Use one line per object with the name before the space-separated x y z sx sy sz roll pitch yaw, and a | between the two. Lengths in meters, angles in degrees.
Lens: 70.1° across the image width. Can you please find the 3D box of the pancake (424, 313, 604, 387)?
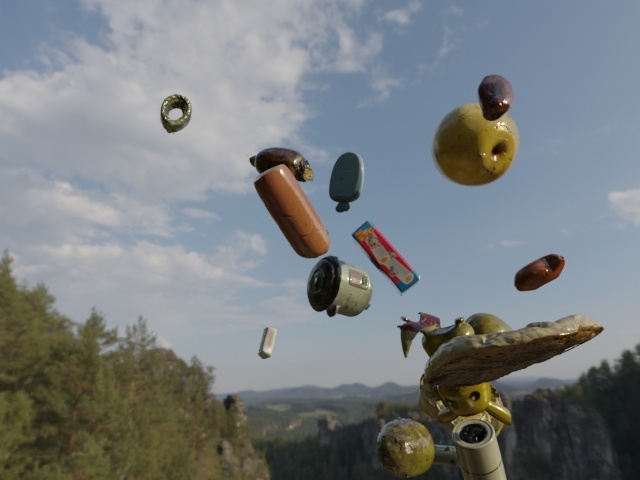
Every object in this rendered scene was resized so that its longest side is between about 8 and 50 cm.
pancake | 0.409 0.243 1.000 0.388 0.082 0.386 -12 -26 -6

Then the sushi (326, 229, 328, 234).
sushi | 0.000 0.000 1.722 0.051 0.047 0.099 13 -45 -32

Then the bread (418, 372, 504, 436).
bread | 0.619 0.729 2.006 0.250 0.361 0.394 -41 -31 -13

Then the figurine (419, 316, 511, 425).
figurine | 0.411 0.404 1.375 0.218 0.326 0.169 -24 -28 29

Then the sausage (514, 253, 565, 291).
sausage | 0.735 0.109 1.533 0.179 0.089 0.089 -33 -31 20

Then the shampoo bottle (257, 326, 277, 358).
shampoo bottle | -0.174 0.337 1.484 0.043 0.099 0.072 19 -25 -13

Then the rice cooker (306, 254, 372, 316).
rice cooker | 0.079 0.215 2.130 0.317 0.316 0.264 12 -28 -32

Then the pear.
pear | 0.611 -0.377 1.809 0.349 0.347 0.348 0 -19 0

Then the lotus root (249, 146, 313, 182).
lotus root | -0.179 -0.330 1.969 0.315 0.169 0.141 15 -57 20

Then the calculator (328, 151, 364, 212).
calculator | 0.123 -0.282 2.198 0.189 0.302 0.042 2 -11 36

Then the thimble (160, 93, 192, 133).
thimble | -0.423 -0.368 1.332 0.085 0.109 0.062 17 -19 -14

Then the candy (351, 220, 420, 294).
candy | 0.257 0.074 1.812 0.100 0.305 0.157 -41 -13 -3

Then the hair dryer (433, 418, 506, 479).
hair dryer | 0.382 0.678 1.446 0.362 0.203 0.128 -9 19 29

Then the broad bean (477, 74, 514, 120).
broad bean | 0.547 -0.453 1.429 0.114 0.165 0.084 11 -25 -18

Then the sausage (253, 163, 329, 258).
sausage | -0.080 -0.078 1.353 0.121 0.121 0.304 -16 -65 37

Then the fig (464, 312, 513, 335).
fig | 0.609 0.379 1.643 0.230 0.207 0.207 45 -36 -14

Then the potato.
potato | 0.232 0.558 1.232 0.113 0.149 0.251 -41 -28 13

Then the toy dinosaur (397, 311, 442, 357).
toy dinosaur | 0.397 0.367 1.785 0.207 0.112 0.327 9 10 8
